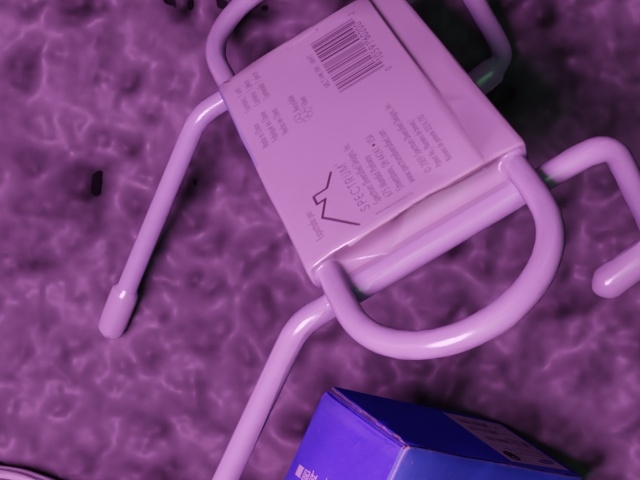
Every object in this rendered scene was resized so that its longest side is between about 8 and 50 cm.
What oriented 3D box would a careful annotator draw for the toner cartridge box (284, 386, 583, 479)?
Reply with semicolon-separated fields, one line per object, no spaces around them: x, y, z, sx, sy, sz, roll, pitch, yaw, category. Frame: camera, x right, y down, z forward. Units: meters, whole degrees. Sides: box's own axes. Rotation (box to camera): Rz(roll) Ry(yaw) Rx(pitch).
0.010;0.265;0.841;0.165;0.075;0.348;17;100;-42;toner cartridge box

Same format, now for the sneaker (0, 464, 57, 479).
-0.163;0.197;0.869;0.271;0.108;0.100;2;98;3;sneaker

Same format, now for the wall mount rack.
0.000;0.000;0.775;0.304;0.350;0.130;-31;129;3;wall mount rack
